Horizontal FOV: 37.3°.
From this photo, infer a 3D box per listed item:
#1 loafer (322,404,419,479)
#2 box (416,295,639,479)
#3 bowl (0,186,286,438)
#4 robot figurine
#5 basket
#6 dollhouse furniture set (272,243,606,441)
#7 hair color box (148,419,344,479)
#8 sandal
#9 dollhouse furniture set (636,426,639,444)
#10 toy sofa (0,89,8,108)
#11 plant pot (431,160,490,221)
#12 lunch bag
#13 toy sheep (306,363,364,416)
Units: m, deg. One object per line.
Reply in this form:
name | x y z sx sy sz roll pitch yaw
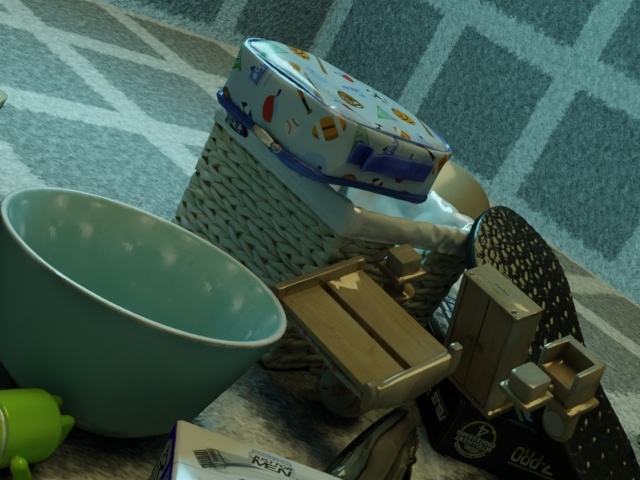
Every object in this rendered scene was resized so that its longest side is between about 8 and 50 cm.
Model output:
loafer | 0.059 0.265 1.062 0.084 0.096 0.267 52 22 8
box | 0.291 0.234 1.483 0.318 0.097 0.395 22 18 -15
bowl | -0.208 0.087 0.981 0.311 0.163 0.311 26 14 -7
robot figurine | -0.275 0.164 0.828 0.115 0.067 0.101 3 42 -54
basket | 0.000 0.000 1.404 0.328 0.267 0.331 9 25 -48
dollhouse furniture set | 0.098 0.177 1.138 0.355 0.174 0.303 -17 43 -31
hair color box | -0.055 0.296 0.730 0.185 0.110 0.339 23 19 -13
sandal | 0.289 0.164 1.307 0.167 0.107 0.446 -2 66 -37
dollhouse furniture set | 0.524 0.365 1.325 0.262 0.135 0.259 66 21 6
toy sofa | -0.496 -0.107 1.127 0.177 0.150 0.362 26 16 -25
plant pot | 0.154 0.003 1.718 0.284 0.284 0.191 26 52 -10
lunch bag | 0.022 -0.146 1.233 0.303 0.115 0.243 6 31 -51
toy sheep | 0.033 0.188 1.226 0.091 0.091 0.132 34 15 16
